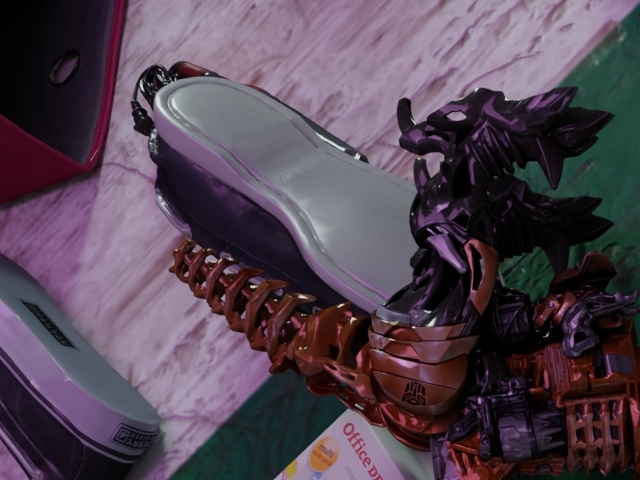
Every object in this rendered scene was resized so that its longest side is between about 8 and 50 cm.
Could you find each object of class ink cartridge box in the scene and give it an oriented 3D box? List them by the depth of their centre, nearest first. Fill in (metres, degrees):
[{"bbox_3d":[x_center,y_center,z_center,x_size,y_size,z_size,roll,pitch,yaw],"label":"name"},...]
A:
[{"bbox_3d":[0.025,0.170,1.017,0.143,0.090,0.092,-46,43,9],"label":"ink cartridge box"}]

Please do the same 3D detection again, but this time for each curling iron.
[{"bbox_3d":[-0.052,-0.083,1.291,0.274,0.035,0.068,22,83,47],"label":"curling iron"}]

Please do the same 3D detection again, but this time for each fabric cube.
[{"bbox_3d":[-0.343,-0.177,1.446,0.258,0.259,0.254,-19,53,34],"label":"fabric cube"}]

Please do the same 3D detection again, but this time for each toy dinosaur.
[{"bbox_3d":[0.081,0.040,0.962,0.164,0.322,0.218,125,165,-67],"label":"toy dinosaur"}]

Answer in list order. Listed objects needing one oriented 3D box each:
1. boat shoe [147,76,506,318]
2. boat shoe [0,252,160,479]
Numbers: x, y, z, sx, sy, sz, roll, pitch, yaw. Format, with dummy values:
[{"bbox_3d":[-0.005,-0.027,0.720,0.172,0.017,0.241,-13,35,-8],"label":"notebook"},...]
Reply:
[{"bbox_3d":[0.000,0.000,1.151,0.302,0.114,0.091,42,137,36],"label":"boat shoe"},{"bbox_3d":[-0.236,0.087,1.289,0.306,0.113,0.105,39,98,32],"label":"boat shoe"}]
